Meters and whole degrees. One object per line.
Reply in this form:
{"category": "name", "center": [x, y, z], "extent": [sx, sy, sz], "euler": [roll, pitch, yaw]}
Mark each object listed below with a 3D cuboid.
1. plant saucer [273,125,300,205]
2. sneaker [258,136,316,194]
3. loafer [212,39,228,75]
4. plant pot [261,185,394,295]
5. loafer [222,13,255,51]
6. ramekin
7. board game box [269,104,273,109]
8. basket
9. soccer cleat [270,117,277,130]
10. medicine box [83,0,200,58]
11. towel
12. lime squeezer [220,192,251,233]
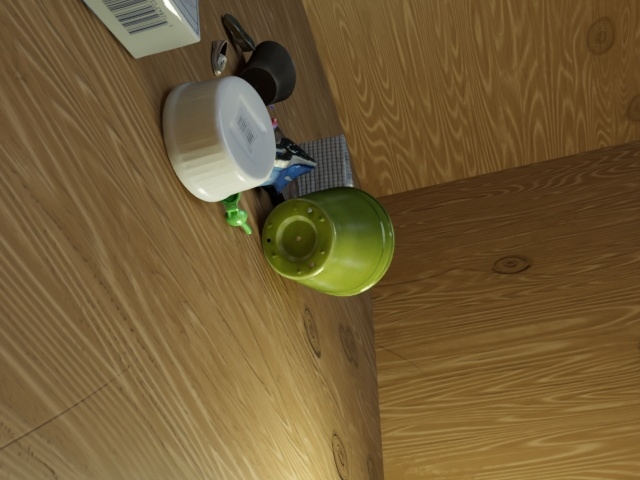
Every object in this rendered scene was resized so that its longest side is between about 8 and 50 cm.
{"category": "plant saucer", "center": [-0.137, -0.236, 2.298], "extent": [0.310, 0.050, 0.310], "euler": [-11, 90, -79]}
{"category": "sneaker", "center": [-0.130, -0.225, 2.077], "extent": [0.130, 0.147, 0.330], "euler": [43, 23, 16]}
{"category": "loafer", "center": [-0.280, -0.518, 1.899], "extent": [0.045, 0.039, 0.125], "euler": [62, 19, -56]}
{"category": "plant pot", "center": [0.000, 0.000, 2.087], "extent": [0.353, 0.367, 0.366], "euler": [2, 76, -66]}
{"category": "loafer", "center": [-0.261, -0.641, 2.113], "extent": [0.148, 0.050, 0.056], "euler": [47, 26, -39]}
{"category": "ramekin", "center": [-0.215, -0.234, 1.523], "extent": [0.277, 0.135, 0.277], "euler": [36, 49, -56]}
{"category": "board game box", "center": [-0.183, -0.552, 2.442], "extent": [0.169, 0.033, 0.133], "euler": [36, 43, -73]}
{"category": "basket", "center": [-0.176, -0.515, 2.153], "extent": [0.227, 0.154, 0.204], "euler": [-70, 150, -63]}
{"category": "soccer cleat", "center": [-0.187, -0.331, 2.116], "extent": [0.248, 0.083, 0.095], "euler": [-83, -175, -69]}
{"category": "medicine box", "center": [-0.355, -0.548, 1.281], "extent": [0.263, 0.149, 0.289], "euler": [50, 29, -68]}
{"category": "towel", "center": [0.001, -0.241, 2.522], "extent": [0.121, 0.235, 0.283], "euler": [71, 12, -59]}
{"category": "lime squeezer", "center": [-0.216, -0.109, 1.706], "extent": [0.110, 0.059, 0.310], "euler": [-71, 154, -46]}
